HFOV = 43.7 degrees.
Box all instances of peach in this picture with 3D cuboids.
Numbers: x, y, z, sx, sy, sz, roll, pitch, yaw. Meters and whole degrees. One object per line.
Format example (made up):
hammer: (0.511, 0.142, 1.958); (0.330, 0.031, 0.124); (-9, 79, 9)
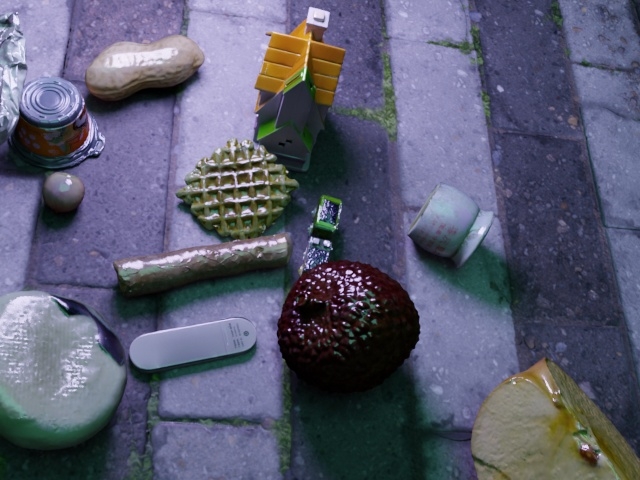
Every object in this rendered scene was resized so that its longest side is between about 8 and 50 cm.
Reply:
peach: (-0.509, -0.095, 1.579); (0.083, 0.083, 0.083); (6, 61, -11)

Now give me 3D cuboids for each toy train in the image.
toy train: (0.000, 0.000, 1.648); (0.060, 0.081, 0.202); (15, 60, -6)

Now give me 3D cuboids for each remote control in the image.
remote control: (-0.240, 0.198, 1.518); (0.244, 0.022, 0.077); (-9, 67, -19)

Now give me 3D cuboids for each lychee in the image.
lychee: (0.051, 0.162, 1.486); (0.260, 0.261, 0.261); (6, 61, -11)

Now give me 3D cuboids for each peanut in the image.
peanut: (-0.386, -0.384, 1.751); (0.274, 0.111, 0.125); (-18, 53, -25)

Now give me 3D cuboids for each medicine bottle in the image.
medicine bottle: (0.278, -0.032, 1.696); (0.143, 0.147, 0.147); (32, 60, 2)

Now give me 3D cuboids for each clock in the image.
clock: (-0.054, -0.333, 1.682); (0.166, 0.309, 0.235); (12, 60, -8)

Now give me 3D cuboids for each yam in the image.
yam: (-0.224, 0.046, 1.573); (0.356, 0.081, 0.081); (-10, 65, -17)

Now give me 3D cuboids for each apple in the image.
apple: (0.441, 0.391, 1.455); (0.314, 0.252, 0.309); (-21, 53, -19)

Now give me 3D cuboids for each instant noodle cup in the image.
instant noodle cup: (-0.547, -0.253, 1.625); (0.208, 0.125, 0.178); (1, 62, -14)

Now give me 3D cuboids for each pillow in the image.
pillow: (-0.660, -0.264, 1.522); (0.138, 0.310, 0.284); (20, 60, -38)

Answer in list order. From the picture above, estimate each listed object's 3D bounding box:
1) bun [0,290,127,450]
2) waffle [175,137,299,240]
bun: (-0.477, 0.233, 1.364); (0.283, 0.179, 0.283); (20, 49, -25)
waffle: (-0.171, -0.106, 1.666); (0.207, 0.054, 0.214); (38, 76, 7)
